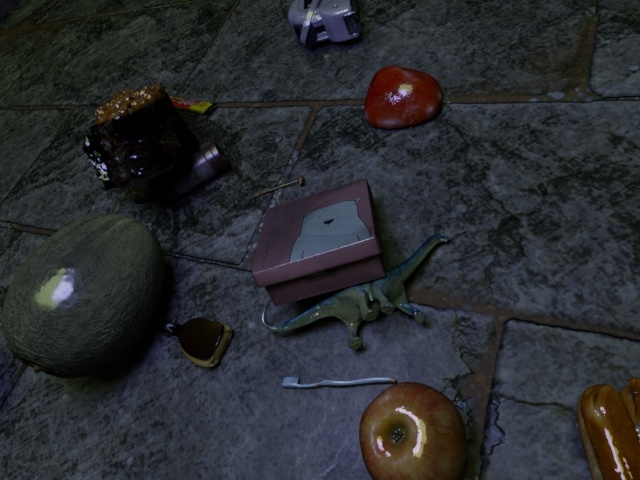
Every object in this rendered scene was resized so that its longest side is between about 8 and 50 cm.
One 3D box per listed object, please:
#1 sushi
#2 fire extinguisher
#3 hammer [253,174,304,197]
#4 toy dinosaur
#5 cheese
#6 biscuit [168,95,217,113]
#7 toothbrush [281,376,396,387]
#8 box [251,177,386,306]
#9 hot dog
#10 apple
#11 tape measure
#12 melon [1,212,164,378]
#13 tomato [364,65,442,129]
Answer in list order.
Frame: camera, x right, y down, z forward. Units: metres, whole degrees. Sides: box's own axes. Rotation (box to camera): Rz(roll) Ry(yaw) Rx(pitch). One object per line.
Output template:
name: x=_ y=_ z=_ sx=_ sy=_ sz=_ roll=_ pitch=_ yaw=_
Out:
sushi: x=-0.430 y=-0.239 z=1.085 sx=0.235 sy=0.207 sz=0.348 roll=-26 pitch=23 yaw=-3
fire extinguisher: x=-0.331 y=-0.149 z=1.107 sx=0.231 sy=0.099 sz=0.071 roll=-31 pitch=90 yaw=-1
hammer: x=-0.093 y=-0.117 z=1.038 sx=0.123 sy=0.014 sz=0.029 roll=-17 pitch=44 yaw=15
toy dinosaur: x=0.074 y=0.099 z=0.786 sx=0.363 sy=0.076 sz=0.147 roll=-25 pitch=35 yaw=2
cheese: x=-0.247 y=0.180 z=0.887 sx=0.163 sy=0.036 sz=0.086 roll=11 pitch=66 yaw=29
biscuit: x=-0.411 y=-0.396 z=1.352 sx=0.292 sy=0.026 sz=0.048 roll=18 pitch=47 yaw=31
toothbrush: x=0.027 y=0.227 z=0.754 sx=0.193 sy=0.013 sz=0.019 roll=-7 pitch=47 yaw=19
box: x=0.000 y=0.000 z=0.831 sx=0.215 sy=0.086 sz=0.215 roll=-17 pitch=31 yaw=11
hot dog: x=0.378 y=0.317 z=0.494 sx=0.135 sy=0.100 sz=0.337 roll=-17 pitch=51 yaw=22
apple: x=0.121 y=0.262 z=0.617 sx=0.147 sy=0.131 sz=0.146 roll=-11 pitch=59 yaw=20
tape measure: x=0.010 y=-0.613 z=1.264 sx=0.197 sy=0.120 sz=0.236 roll=-14 pitch=49 yaw=16
melon: x=-0.435 y=0.098 z=0.890 sx=0.249 sy=0.248 sz=0.329 roll=7 pitch=58 yaw=26
tomato: x=0.176 y=-0.328 z=1.022 sx=0.174 sy=0.082 sz=0.166 roll=4 pitch=59 yaw=28
